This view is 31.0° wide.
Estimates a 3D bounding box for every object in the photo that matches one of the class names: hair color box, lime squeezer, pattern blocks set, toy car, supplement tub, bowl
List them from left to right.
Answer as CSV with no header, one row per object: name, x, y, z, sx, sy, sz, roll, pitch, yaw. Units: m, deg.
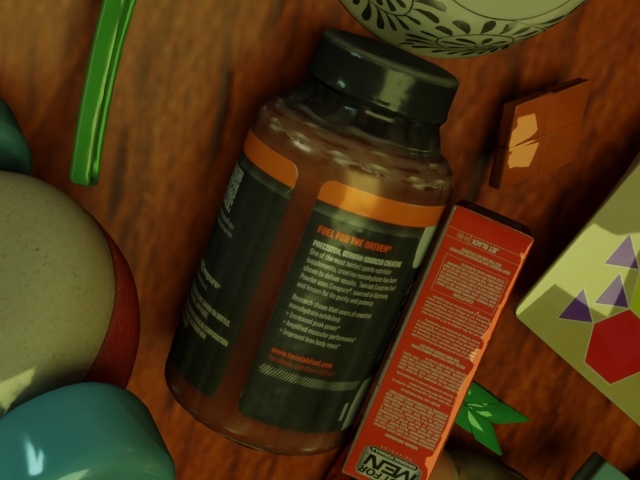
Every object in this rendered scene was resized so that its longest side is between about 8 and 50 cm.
toy car,-0.159,0.093,0.543,0.210,0.219,0.238,-30,147,-3
lime squeezer,-0.033,-0.167,0.508,0.310,0.059,0.110,-43,105,9
supplement tub,0.000,0.000,0.571,0.106,0.106,0.198,15,108,-22
hair color box,0.060,0.053,0.578,0.043,0.072,0.141,24,98,7
bowl,0.085,-0.159,0.542,0.170,0.080,0.170,-6,114,-13
pattern blocks set,0.209,0.011,0.655,0.325,0.026,0.285,-42,109,-2

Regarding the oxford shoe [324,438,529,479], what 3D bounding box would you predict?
oxford shoe,0.024,0.289,0.696,0.132,0.130,0.364,18,106,-29
